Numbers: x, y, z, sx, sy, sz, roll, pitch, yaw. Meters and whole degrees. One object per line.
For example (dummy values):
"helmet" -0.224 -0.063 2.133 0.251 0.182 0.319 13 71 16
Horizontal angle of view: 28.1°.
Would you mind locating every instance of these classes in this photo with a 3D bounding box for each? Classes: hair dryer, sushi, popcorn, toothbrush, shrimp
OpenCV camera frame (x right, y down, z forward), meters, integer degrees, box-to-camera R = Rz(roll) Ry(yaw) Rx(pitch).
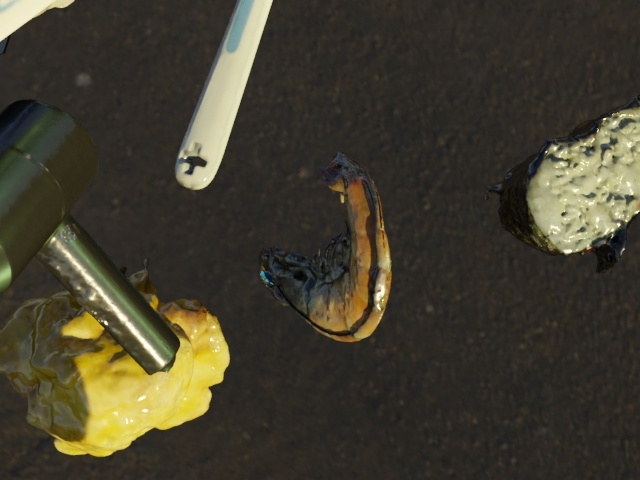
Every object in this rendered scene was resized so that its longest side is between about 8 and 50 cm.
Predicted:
"hair dryer" -0.253 0.050 1.211 0.116 0.302 0.244 -20 30 41
"sushi" 0.296 -0.055 1.339 0.212 0.115 0.147 -34 86 -14
"popcorn" -0.229 0.134 1.399 0.253 0.190 0.191 -20 93 0
"toothbrush" -0.026 -0.217 0.822 0.040 0.040 0.386 15 83 28
"shrimp" 0.000 0.000 1.553 0.290 0.054 0.222 15 104 59

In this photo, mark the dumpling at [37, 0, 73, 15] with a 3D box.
"dumpling" -0.280 -0.258 1.104 0.118 0.199 0.136 44 111 35

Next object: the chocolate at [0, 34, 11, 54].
"chocolate" -0.428 -0.314 1.389 0.177 0.224 0.206 -111 42 -67

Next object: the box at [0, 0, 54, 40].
"box" -0.163 -0.158 0.436 0.273 0.048 0.265 -36 58 -4
